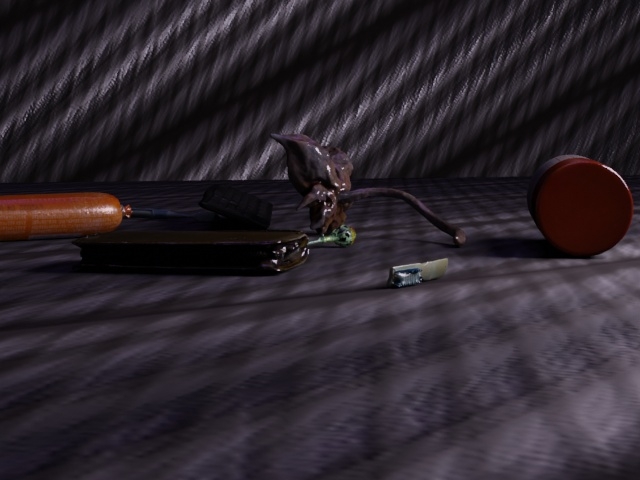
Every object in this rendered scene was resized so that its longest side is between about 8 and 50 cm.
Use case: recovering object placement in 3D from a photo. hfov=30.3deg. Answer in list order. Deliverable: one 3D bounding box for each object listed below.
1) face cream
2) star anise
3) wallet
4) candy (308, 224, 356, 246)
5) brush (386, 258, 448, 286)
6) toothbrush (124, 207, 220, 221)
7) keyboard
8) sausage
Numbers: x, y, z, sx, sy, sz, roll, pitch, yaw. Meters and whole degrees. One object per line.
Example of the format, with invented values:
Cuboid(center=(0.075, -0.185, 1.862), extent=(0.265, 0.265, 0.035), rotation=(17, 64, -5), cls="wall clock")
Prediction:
Cuboid(center=(0.266, -0.039, 1.231), extent=(0.096, 0.096, 0.214), rotation=(0, 5, 8), cls="face cream")
Cuboid(center=(0.065, -0.066, 1.358), extent=(0.227, 0.148, 0.218), rotation=(-10, 43, 25), cls="star anise")
Cuboid(center=(-0.118, 0.009, 1.067), extent=(0.198, 0.031, 0.110), rotation=(0, 6, 13), cls="wallet")
Cuboid(center=(0.000, 0.000, 1.249), extent=(0.083, 0.025, 0.023), rotation=(-12, -33, -26), cls="candy")
Cuboid(center=(0.081, 0.026, 0.946), extent=(0.013, 0.016, 0.083), rotation=(18, 15, 34), cls="brush")
Cuboid(center=(-0.232, -0.038, 1.692), extent=(0.219, 0.016, 0.019), rotation=(3, 4, 34), cls="toothbrush")
Cuboid(center=(-0.112, -0.049, 1.650), extent=(0.103, 0.041, 0.381), rotation=(21, 0, -4), cls="keyboard")
Cuboid(center=(-0.377, -0.024, 1.335), extent=(0.348, 0.053, 0.053), rotation=(-4, 6, -32), cls="sausage")
